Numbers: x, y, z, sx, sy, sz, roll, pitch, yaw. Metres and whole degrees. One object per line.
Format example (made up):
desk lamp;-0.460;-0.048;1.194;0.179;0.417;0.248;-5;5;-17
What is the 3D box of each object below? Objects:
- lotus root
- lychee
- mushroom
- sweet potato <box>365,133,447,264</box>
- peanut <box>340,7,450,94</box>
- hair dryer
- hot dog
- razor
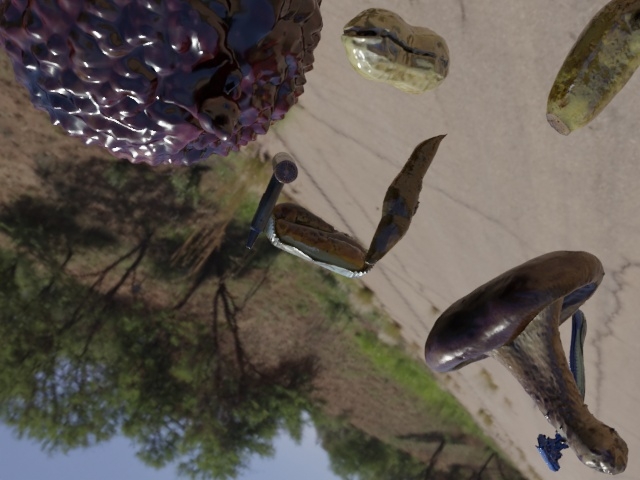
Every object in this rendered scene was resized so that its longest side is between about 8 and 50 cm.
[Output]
lotus root;0.452;-0.291;1.106;0.110;0.258;0.097;33;-165;-12
lychee;-0.188;-0.288;0.860;0.500;0.425;0.424;64;-172;28
mushroom;0.223;0.144;0.710;0.227;0.148;0.217;-48;58;49
sweet potato;0.150;-0.079;1.239;0.067;0.273;0.067;27;180;0
peanut;0.145;-0.339;1.253;0.290;0.130;0.130;2;-158;-47
hair dryer;-0.104;-0.081;1.376;0.050;0.194;0.173;25;-170;-9
hot dog;0.000;0.000;1.563;0.270;0.081;0.162;25;-156;-6
razor;0.466;0.261;1.274;0.056;0.324;0.093;-2;138;36
